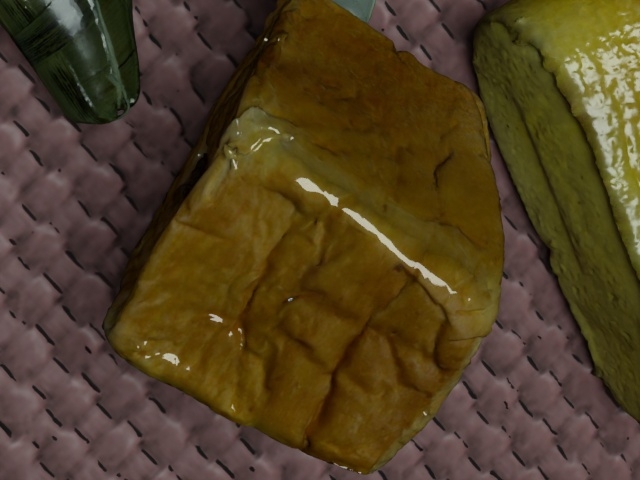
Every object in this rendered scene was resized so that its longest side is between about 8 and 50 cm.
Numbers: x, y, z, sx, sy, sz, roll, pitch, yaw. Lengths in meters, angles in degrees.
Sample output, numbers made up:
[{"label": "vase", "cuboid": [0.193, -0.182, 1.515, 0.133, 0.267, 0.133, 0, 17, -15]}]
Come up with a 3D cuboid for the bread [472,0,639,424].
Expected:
[{"label": "bread", "cuboid": [0.162, -0.022, 0.895, 0.094, 0.102, 0.245, -27, 102, -13]}]

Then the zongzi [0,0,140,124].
[{"label": "zongzi", "cuboid": [-0.097, -0.121, 0.826, 0.113, 0.052, 0.104, -44, 116, -24]}]

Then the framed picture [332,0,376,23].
[{"label": "framed picture", "cuboid": [-0.081, -0.249, 0.807, 0.293, 0.018, 0.231, 20, 77, -20]}]

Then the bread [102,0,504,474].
[{"label": "bread", "cuboid": [0.000, 0.000, 0.795, 0.143, 0.158, 0.149, 27, 126, -12]}]
